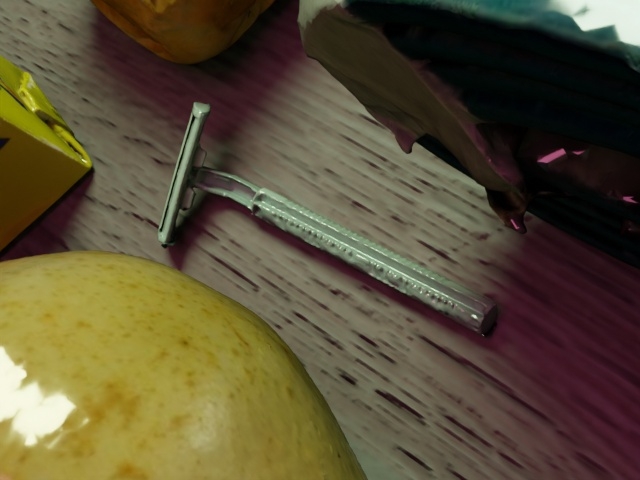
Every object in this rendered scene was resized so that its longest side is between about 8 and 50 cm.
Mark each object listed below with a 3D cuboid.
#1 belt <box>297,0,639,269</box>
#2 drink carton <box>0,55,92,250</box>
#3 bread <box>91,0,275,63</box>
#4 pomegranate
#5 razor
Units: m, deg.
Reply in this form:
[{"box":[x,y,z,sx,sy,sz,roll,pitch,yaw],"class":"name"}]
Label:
[{"box":[0.195,-0.055,0.420,0.437,0.300,0.173,22,83,28],"class":"belt"},{"box":[-0.288,-0.081,0.609,0.154,0.351,0.111,-41,62,7],"class":"drink carton"},{"box":[-0.049,-0.258,0.688,0.167,0.132,0.294,37,89,28],"class":"bread"},{"box":[-0.123,0.150,0.484,0.319,0.319,0.319,-7,71,21],"class":"pomegranate"},{"box":[0.004,-0.001,0.643,0.211,0.036,0.084,25,109,22],"class":"razor"}]
